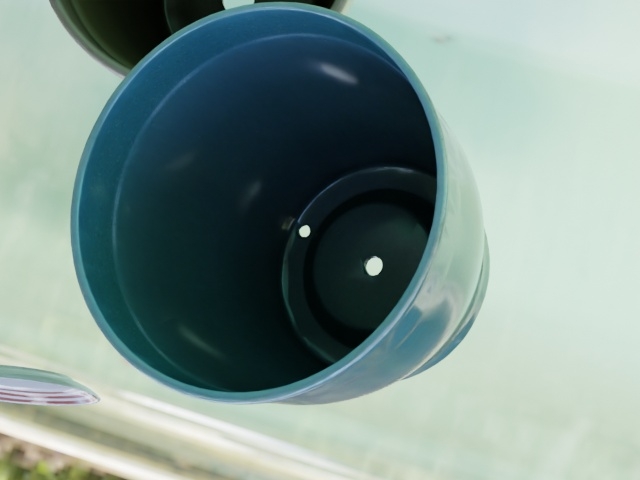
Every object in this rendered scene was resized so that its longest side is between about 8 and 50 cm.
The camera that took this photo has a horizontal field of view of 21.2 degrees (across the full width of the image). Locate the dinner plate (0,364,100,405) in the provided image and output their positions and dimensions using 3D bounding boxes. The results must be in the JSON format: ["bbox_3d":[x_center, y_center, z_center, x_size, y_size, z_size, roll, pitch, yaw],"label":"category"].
[{"bbox_3d":[-0.246,0.114,1.366,0.141,0.017,0.141,4,168,1],"label":"dinner plate"}]

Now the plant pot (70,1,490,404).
[{"bbox_3d":[0.000,0.000,1.234,0.271,0.272,0.255,13,172,25],"label":"plant pot"}]

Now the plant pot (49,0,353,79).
[{"bbox_3d":[-0.103,-0.285,1.794,0.323,0.323,0.280,16,176,8],"label":"plant pot"}]
